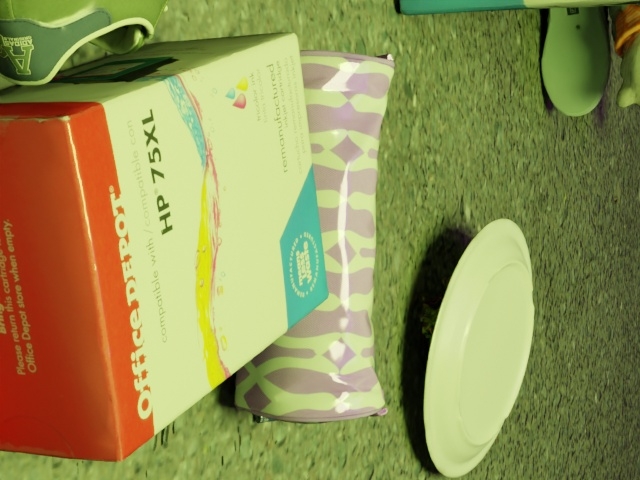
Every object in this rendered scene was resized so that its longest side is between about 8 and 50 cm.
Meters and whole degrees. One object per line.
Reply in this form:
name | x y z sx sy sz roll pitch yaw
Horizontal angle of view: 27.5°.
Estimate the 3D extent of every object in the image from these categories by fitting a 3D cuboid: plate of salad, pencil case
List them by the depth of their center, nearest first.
pencil case | 0.000 0.000 0.698 0.088 0.086 0.206 0 92 -31
plate of salad | 0.114 0.080 0.994 0.200 0.048 0.199 -31 126 -53

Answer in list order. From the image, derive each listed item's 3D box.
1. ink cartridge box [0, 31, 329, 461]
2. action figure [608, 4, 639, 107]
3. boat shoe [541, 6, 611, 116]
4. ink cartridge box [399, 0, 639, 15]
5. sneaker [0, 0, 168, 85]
ink cartridge box | -0.084 0.000 0.534 0.231 0.078 0.134 -36 123 -59
action figure | 0.323 -0.245 1.239 0.341 0.179 0.330 109 -5 -59
boat shoe | 0.250 -0.213 1.248 0.083 0.065 0.183 -23 111 -64
ink cartridge box | 0.282 -0.255 0.930 0.285 0.395 0.166 -23 111 -62
sneaker | -0.088 -0.123 0.554 0.192 0.064 0.086 -48 146 -59
